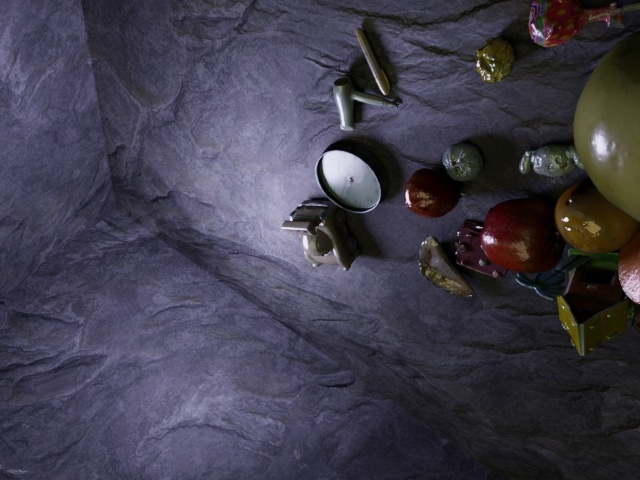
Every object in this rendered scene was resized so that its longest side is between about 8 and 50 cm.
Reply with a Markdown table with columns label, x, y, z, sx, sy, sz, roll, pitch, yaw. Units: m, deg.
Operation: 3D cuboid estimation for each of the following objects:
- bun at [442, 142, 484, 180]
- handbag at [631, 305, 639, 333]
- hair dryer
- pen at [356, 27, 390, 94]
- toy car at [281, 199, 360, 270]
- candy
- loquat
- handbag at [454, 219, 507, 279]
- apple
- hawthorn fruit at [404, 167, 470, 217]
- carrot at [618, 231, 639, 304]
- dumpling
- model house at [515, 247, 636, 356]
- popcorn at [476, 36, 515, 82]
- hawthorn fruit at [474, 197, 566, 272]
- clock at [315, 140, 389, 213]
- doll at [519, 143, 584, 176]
| label | x | y | z | sx | sy | sz | roll | pitch | yaw |
| --- | --- | --- | --- | --- | --- | --- | --- | --- | --- |
| bun | 0.478 | -0.259 | 1.678 | 0.141 | 0.083 | 0.140 | 27 | 143 | 22 |
| handbag | 1.085 | 0.185 | 1.503 | 0.190 | 0.193 | 0.251 | 26 | 153 | 26 |
| hair dryer | 0.165 | -0.472 | 1.762 | 0.237 | 0.075 | 0.206 | 11 | 143 | 22 |
| pen | 0.177 | -0.589 | 1.637 | 0.040 | 0.032 | 0.233 | -18 | 118 | 24 |
| toy car | 0.000 | 0.000 | 2.255 | 0.242 | 0.226 | 0.336 | 5 | 130 | 38 |
| candy | 0.694 | -0.550 | 1.182 | 0.366 | 0.124 | 0.124 | -1 | 129 | 28 |
| loquat | 0.813 | -0.072 | 1.456 | 0.235 | 0.235 | 0.235 | 24 | 141 | 21 |
| handbag | 0.617 | 0.037 | 1.879 | 0.216 | 0.074 | 0.203 | 20 | 139 | 26 |
| apple | 0.810 | -0.250 | 1.105 | 0.474 | 0.473 | 0.473 | 24 | 141 | 21 |
| hawthorn fruit | 0.414 | -0.162 | 1.764 | 0.235 | 0.181 | 0.181 | 12 | 136 | 32 |
| carrot | 0.968 | 0.044 | 1.396 | 0.100 | 0.258 | 0.307 | 13 | 106 | -9 |
| dumpling | 0.499 | 0.108 | 2.047 | 0.166 | 0.086 | 0.332 | -15 | 118 | 47 |
| model house | 0.846 | 0.231 | 1.670 | 0.340 | 0.323 | 0.300 | 7 | 133 | 36 |
| popcorn | 0.487 | -0.501 | 1.393 | 0.116 | 0.106 | 0.120 | 31 | 144 | -4 |
| hawthorn fruit | 0.653 | -0.022 | 1.669 | 0.300 | 0.254 | 0.254 | 13 | 139 | 55 |
| clock | 0.123 | -0.250 | 2.018 | 0.319 | 0.066 | 0.318 | 24 | 142 | 20 |
| doll | 0.705 | -0.243 | 1.507 | 0.214 | 0.071 | 0.103 | 7 | 121 | 49 |
